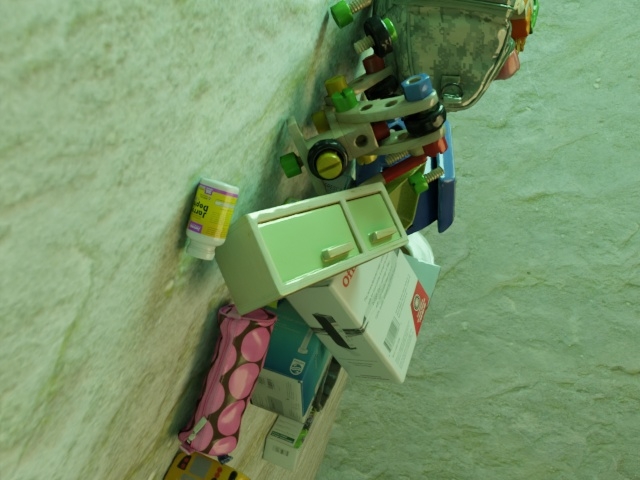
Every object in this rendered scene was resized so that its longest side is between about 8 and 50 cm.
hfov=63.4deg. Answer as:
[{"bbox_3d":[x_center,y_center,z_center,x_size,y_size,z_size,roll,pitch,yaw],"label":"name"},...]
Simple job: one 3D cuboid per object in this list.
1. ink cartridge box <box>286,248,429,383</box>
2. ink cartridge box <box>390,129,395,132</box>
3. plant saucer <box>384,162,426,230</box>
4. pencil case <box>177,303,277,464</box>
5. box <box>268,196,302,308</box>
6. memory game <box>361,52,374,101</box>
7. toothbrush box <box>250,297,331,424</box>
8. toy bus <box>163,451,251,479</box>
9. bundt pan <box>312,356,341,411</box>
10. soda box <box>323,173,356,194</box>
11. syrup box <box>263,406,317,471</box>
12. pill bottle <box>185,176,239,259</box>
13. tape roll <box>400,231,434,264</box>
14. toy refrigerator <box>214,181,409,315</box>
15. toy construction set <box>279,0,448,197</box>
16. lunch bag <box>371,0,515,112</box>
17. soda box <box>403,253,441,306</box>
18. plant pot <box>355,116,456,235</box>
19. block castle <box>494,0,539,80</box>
[{"bbox_3d":[0.070,0.091,0.912,0.273,0.114,0.197,56,45,-33],"label":"ink cartridge box"},{"bbox_3d":[0.215,-0.409,1.493,0.224,0.045,0.224,-5,111,-76],"label":"ink cartridge box"},{"bbox_3d":[0.128,-0.054,1.033,0.188,0.045,0.188,-42,153,-28],"label":"plant saucer"},{"bbox_3d":[-0.131,0.191,0.725,0.098,0.095,0.210,19,87,-58],"label":"pencil case"},{"bbox_3d":[-0.065,0.029,0.882,0.109,0.042,0.178,-55,159,-53],"label":"box"},{"bbox_3d":[0.129,-0.382,1.224,0.186,0.012,0.186,19,90,-78],"label":"memory game"},{"bbox_3d":[-0.034,0.176,1.034,0.216,0.126,0.296,90,22,-53],"label":"toothbrush box"},{"bbox_3d":[-0.164,0.452,0.846,0.333,0.130,0.108,91,20,-54],"label":"toy bus"},{"bbox_3d":[0.001,0.253,1.317,0.331,0.124,0.331,17,90,-78],"label":"bundt pan"},{"bbox_3d":[0.046,-0.108,1.144,0.183,0.058,0.063,9,99,-79],"label":"soda box"},{"bbox_3d":[-0.069,0.516,1.463,0.237,0.093,0.096,-52,157,-58],"label":"syrup box"},{"bbox_3d":[-0.118,-0.023,0.557,0.043,0.043,0.083,-3,110,-77],"label":"pill bottle"},{"bbox_3d":[0.224,0.084,1.698,0.100,0.286,0.286,84,27,-65],"label":"tape roll"},{"bbox_3d":[0.000,0.000,0.687,0.269,0.102,0.094,-18,172,-47],"label":"toy refrigerator"},{"bbox_3d":[0.054,-0.158,0.830,0.237,0.258,0.309,-29,145,3],"label":"toy construction set"},{"bbox_3d":[0.201,-0.357,0.919,0.305,0.212,0.256,-108,-155,-74],"label":"lunch bag"},{"bbox_3d":[0.118,0.064,1.168,0.091,0.286,0.098,65,46,-74],"label":"soda box"},{"bbox_3d":[0.200,-0.151,1.200,0.236,0.212,0.236,71,21,-55],"label":"plant pot"},{"bbox_3d":[0.385,-0.583,1.310,0.213,0.302,0.453,58,47,-46],"label":"block castle"}]
